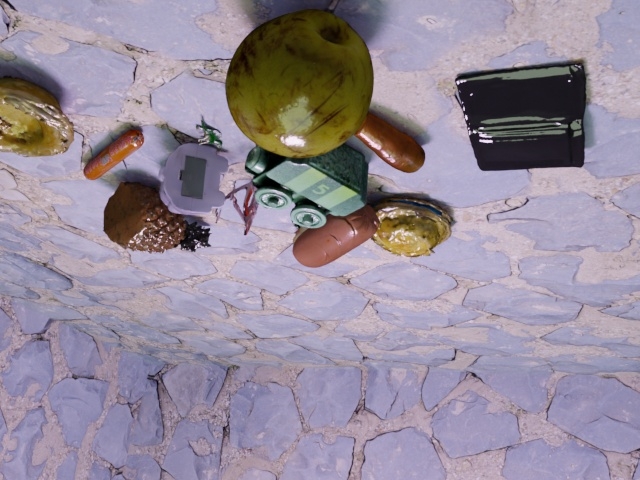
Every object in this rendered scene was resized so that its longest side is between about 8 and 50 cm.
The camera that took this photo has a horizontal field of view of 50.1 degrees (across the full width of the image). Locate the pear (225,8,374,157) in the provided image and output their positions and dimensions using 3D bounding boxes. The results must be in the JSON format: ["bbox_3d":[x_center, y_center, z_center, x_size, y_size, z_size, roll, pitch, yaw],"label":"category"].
[{"bbox_3d":[-0.035,-0.292,1.272,0.283,0.284,0.283,8,156,4],"label":"pear"}]

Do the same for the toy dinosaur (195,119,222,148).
[{"bbox_3d":[-0.276,-0.266,1.695,0.060,0.029,0.120,-6,150,-3],"label":"toy dinosaur"}]

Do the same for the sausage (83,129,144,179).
[{"bbox_3d":[-0.561,-0.227,1.840,0.053,0.053,0.348,26,151,-33],"label":"sausage"}]

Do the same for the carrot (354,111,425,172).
[{"bbox_3d":[0.159,-0.218,1.561,0.193,0.087,0.087,26,151,-34],"label":"carrot"}]

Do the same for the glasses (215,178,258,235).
[{"bbox_3d":[-0.206,-0.121,1.826,0.095,0.162,0.255,22,152,1],"label":"glasses"}]

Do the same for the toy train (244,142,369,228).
[{"bbox_3d":[-0.028,-0.153,1.684,0.299,0.167,0.238,25,146,-33],"label":"toy train"}]

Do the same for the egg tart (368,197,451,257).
[{"bbox_3d":[0.244,-0.021,1.935,0.290,0.107,0.291,7,156,3],"label":"egg tart"}]

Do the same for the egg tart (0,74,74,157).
[{"bbox_3d":[-0.727,-0.304,1.655,0.288,0.118,0.288,9,154,4],"label":"egg tart"}]

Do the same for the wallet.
[{"bbox_3d":[0.434,-0.247,1.448,0.247,0.041,0.323,-2,150,22],"label":"wallet"}]

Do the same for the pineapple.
[{"bbox_3d":[-0.479,-0.047,2.083,0.202,0.202,0.362,-6,166,31],"label":"pineapple"}]

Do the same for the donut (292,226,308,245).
[{"bbox_3d":[0.000,0.000,2.120,0.174,0.068,0.174,8,158,3],"label":"donut"}]

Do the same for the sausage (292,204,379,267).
[{"bbox_3d":[0.042,-0.015,1.900,0.121,0.121,0.304,22,149,-26],"label":"sausage"}]

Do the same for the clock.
[{"bbox_3d":[-0.355,-0.140,1.837,0.189,0.189,0.254,17,166,-16],"label":"clock"}]
